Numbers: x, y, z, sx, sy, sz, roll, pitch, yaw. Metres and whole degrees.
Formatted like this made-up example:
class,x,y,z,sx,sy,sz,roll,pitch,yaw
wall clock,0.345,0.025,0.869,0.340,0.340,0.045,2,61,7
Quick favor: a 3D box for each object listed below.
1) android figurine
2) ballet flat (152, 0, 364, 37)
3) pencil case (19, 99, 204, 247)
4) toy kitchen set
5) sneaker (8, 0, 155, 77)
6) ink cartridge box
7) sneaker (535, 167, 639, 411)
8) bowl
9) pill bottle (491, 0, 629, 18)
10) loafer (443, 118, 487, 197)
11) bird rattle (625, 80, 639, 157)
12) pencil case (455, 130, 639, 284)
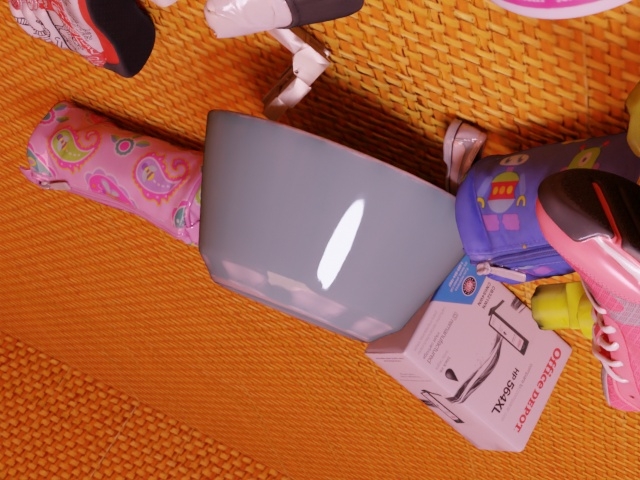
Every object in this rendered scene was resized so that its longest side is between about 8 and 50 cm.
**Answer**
class,x,y,z,sx,sy,sz,roll,pitch,yaw
android figurine,0.329,0.051,1.380,0.272,0.056,0.248,-5,178,37
ballet flat,-0.097,-0.236,1.433,0.280,0.096,0.095,23,158,21
pencil case,-0.235,-0.081,1.972,0.284,0.124,0.124,20,157,28
toy kitchen set,-0.043,-0.176,1.548,0.075,0.083,0.068,38,-159,-17
sneaker,-0.262,-0.266,1.614,0.145,0.090,0.270,24,162,14
ink cartridge box,0.173,0.126,1.818,0.203,0.148,0.086,40,157,-24
sneaker,0.250,0.073,1.199,0.314,0.116,0.136,38,116,-27
bowl,0.000,0.000,1.633,0.311,0.163,0.311,21,176,2
pill bottle,0.121,-0.275,0.922,0.160,0.160,0.283,18,156,33
loafer,0.144,-0.071,1.553,0.039,0.045,0.125,18,154,18
bird rattle,0.279,-0.095,1.089,0.143,0.207,0.253,8,164,11
pencil case,0.236,-0.027,1.388,0.119,0.133,0.306,40,158,-21
